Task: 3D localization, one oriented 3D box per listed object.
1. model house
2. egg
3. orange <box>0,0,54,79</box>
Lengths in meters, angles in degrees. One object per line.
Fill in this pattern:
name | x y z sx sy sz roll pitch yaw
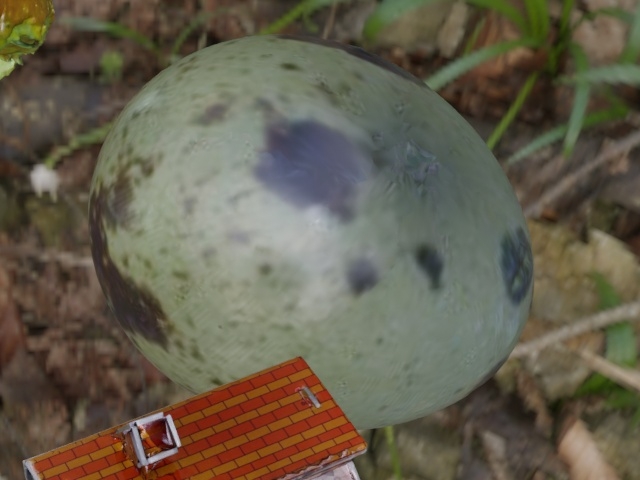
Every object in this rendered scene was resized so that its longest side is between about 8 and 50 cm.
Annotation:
model house | -0.078 0.176 1.199 0.294 0.207 0.154 -19 90 -20
egg | 0.000 0.000 1.701 0.428 0.345 0.345 23 59 -19
orange | -0.344 -0.211 1.638 0.179 0.237 0.158 -7 96 28
